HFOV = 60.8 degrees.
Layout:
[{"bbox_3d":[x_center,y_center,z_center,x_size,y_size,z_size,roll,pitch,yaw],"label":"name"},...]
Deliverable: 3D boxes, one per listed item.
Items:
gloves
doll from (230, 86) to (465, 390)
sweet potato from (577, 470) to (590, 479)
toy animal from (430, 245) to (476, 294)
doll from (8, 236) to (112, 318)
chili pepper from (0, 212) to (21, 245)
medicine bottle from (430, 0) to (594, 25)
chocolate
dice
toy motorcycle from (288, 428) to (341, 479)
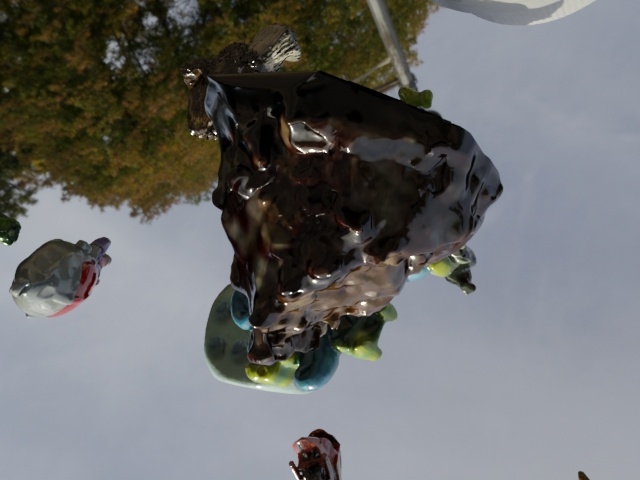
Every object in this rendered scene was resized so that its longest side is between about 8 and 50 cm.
[{"bbox_3d":[-0.193,-0.360,1.220,0.210,0.135,0.312,38,-93,33],"label":"gloves"},{"bbox_3d":[0.000,0.000,0.636,0.346,0.099,0.341,-18,-126,38],"label":"doll"},{"bbox_3d":[0.476,0.509,0.975,0.044,0.044,0.179,-6,-117,26],"label":"sweet potato"},{"bbox_3d":[0.214,0.017,1.092,0.225,0.121,0.093,22,-76,1],"label":"toy animal"},{"bbox_3d":[-0.286,0.041,0.609,0.102,0.075,0.227,-57,-176,1],"label":"doll"},{"bbox_3d":[-0.356,-0.026,0.537,0.055,0.118,0.035,-47,-159,38],"label":"chili pepper"},{"bbox_3d":[0.096,-0.238,0.289,0.208,0.340,0.208,4,-80,27],"label":"medicine bottle"},{"bbox_3d":[0.007,0.012,0.403,0.206,0.224,0.176,10,-99,34],"label":"chocolate"},{"bbox_3d":[-0.132,0.259,1.466,0.268,0.262,0.264,5,-101,24],"label":"dice"},{"bbox_3d":[-0.002,0.508,1.214,0.089,0.298,0.171,-9,-110,6],"label":"toy motorcycle"}]
